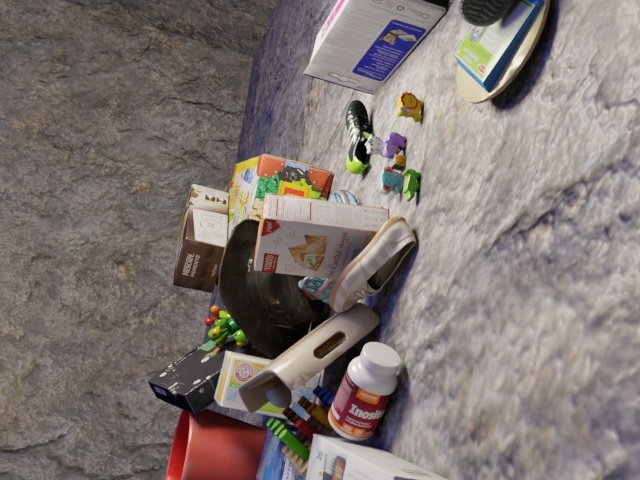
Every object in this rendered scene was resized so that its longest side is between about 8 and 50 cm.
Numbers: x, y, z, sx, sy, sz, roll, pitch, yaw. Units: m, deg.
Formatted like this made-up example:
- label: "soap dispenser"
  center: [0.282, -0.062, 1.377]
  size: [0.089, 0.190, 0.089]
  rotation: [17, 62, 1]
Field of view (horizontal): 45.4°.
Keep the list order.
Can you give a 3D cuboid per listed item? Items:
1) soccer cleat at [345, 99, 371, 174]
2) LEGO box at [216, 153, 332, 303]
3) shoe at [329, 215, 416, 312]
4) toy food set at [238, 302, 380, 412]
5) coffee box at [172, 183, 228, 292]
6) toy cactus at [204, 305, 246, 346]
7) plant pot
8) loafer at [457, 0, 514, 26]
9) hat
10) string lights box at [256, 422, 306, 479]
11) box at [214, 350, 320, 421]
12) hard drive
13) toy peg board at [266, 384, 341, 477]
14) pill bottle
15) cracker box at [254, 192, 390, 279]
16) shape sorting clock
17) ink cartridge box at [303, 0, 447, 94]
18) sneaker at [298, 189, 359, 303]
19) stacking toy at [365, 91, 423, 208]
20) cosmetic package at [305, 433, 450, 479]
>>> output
- label: "soccer cleat"
  center: [0.090, -0.234, 1.693]
  size: [0.072, 0.060, 0.179]
  rotation: [-28, 56, 58]
- label: "LEGO box"
  center: [-0.155, -0.028, 2.139]
  size: [0.500, 0.193, 0.373]
  rotation: [-171, 94, -75]
- label: "shoe"
  center: [0.090, 0.055, 1.349]
  size: [0.058, 0.076, 0.219]
  rotation: [50, 118, 28]
- label: "toy food set"
  center: [-0.022, 0.238, 1.468]
  size: [0.219, 0.092, 0.306]
  rotation: [-34, -4, -27]
- label: "coffee box"
  center: [-0.343, -0.009, 2.204]
  size: [0.297, 0.118, 0.168]
  rotation: [-99, 27, -57]
- label: "toy cactus"
  center: [-0.189, 0.187, 1.838]
  size: [0.219, 0.180, 0.112]
  rotation: [172, 80, -72]
- label: "plant pot"
  center: [-0.222, 0.536, 1.789]
  size: [0.275, 0.243, 0.275]
  rotation: [-166, 90, -75]
- label: "loafer"
  center: [0.272, -0.414, 1.044]
  size: [0.251, 0.094, 0.087]
  rotation: [-48, 24, 34]
- label: "hat"
  center: [-0.073, 0.099, 1.690]
  size: [0.133, 0.331, 0.332]
  rotation: [-14, 56, 32]
- label: "string lights box"
  center: [-0.064, 0.476, 1.583]
  size: [0.259, 0.076, 0.134]
  rotation: [-172, 95, -75]
- label: "box"
  center: [-0.118, 0.319, 1.674]
  size: [0.103, 0.203, 0.114]
  rotation: [175, 108, -74]
- label: "hard drive"
  center: [-0.224, 0.283, 1.846]
  size: [0.236, 0.339, 0.064]
  rotation: [-2, 117, 56]
- label: "toy peg board"
  center: [-0.019, 0.329, 1.409]
  size: [0.161, 0.079, 0.161]
  rotation: [-48, 11, -11]
- label: "pill bottle"
  center: [0.074, 0.246, 1.253]
  size: [0.086, 0.086, 0.152]
  rotation: [-104, 30, -60]
- label: "cracker box"
  center: [0.000, 0.000, 1.419]
  size: [0.156, 0.232, 0.067]
  rotation: [105, 169, -50]
- label: "shape sorting clock"
  center: [0.264, -0.295, 1.113]
  size: [0.206, 0.040, 0.206]
  rotation: [-49, 27, 36]
- label: "ink cartridge box"
  center: [0.100, -0.422, 1.570]
  size: [0.371, 0.175, 0.069]
  rotation: [138, 143, -65]
- label: "sneaker"
  center: [0.012, 0.001, 1.625]
  size: [0.104, 0.125, 0.262]
  rotation: [134, 146, -60]
- label: "stacking toy"
  center: [0.134, -0.146, 1.450]
  size: [0.167, 0.052, 0.221]
  rotation: [131, 149, -61]
- label: "cosmetic package"
  center: [0.055, 0.458, 1.128]
  size: [0.377, 0.097, 0.285]
  rotation: [159, 120, -72]
